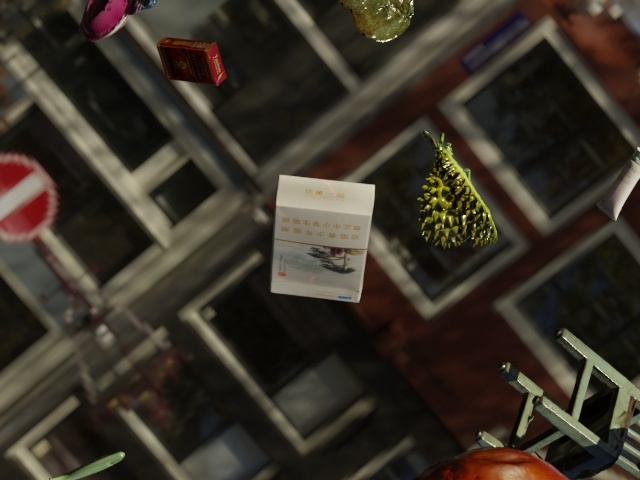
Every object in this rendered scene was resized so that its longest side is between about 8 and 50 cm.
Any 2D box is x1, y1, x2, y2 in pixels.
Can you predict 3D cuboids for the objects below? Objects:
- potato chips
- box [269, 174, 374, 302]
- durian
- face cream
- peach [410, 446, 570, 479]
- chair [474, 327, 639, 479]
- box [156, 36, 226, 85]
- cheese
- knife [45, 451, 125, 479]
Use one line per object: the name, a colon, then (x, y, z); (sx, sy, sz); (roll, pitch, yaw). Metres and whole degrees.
potato chips: (0.055, -0.364, 2.131); (0.142, 0.209, 0.026); (0, 166, 5)
box: (0.000, 0.001, 2.436); (0.233, 0.149, 0.067); (96, 3, -53)
durian: (0.160, -0.047, 1.896); (0.086, 0.100, 0.215); (-12, 149, 12)
face cream: (0.438, -0.081, 2.265); (0.020, 0.038, 0.115); (-18, 143, -51)
peach: (0.158, 0.331, 1.431); (0.238, 0.281, 0.281); (-20, 170, -43)
chair: (0.351, 0.259, 2.026); (0.136, 0.270, 0.147); (-38, -160, 44)
box: (-0.161, -0.223, 1.952); (0.082, 0.051, 0.023); (11, -139, 33)
cheese: (-0.258, -0.300, 2.012); (0.145, 0.038, 0.095); (-12, -124, 40)
knife: (-0.423, 0.388, 2.536); (0.293, 0.020, 0.043); (-26, 162, 33)
